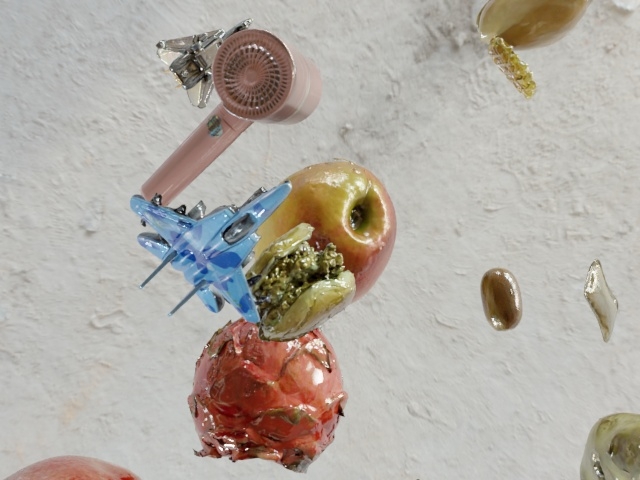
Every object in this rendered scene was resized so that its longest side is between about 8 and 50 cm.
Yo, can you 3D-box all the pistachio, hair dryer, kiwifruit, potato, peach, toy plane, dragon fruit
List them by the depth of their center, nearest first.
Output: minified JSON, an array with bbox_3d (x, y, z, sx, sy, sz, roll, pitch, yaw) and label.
[{"bbox_3d":[-0.086,-0.004,0.561,0.169,0.078,0.246,45,135,-9],"label":"toy plane"},{"bbox_3d":[0.434,0.305,0.802,0.191,0.296,0.141,30,77,32],"label":"potato"},{"bbox_3d":[-0.158,-0.172,0.995,0.352,0.210,0.125,-40,89,14],"label":"hair dryer"},{"bbox_3d":[-0.098,0.285,1.171,0.295,0.295,0.302,8,92,4],"label":"dragon fruit"},{"bbox_3d":[0.348,0.112,1.207,0.075,0.075,0.125,-5,76,3],"label":"kiwifruit"},{"bbox_3d":[0.002,0.000,1.384,0.289,0.372,0.373,8,89,-23],"label":"peach"},{"bbox_3d":[0.542,-0.577,1.584,0.292,0.162,0.182,-15,114,21],"label":"pistachio"},{"bbox_3d":[-0.283,-0.526,1.720,0.316,0.103,0.204,-43,118,-18],"label":"toy plane"}]

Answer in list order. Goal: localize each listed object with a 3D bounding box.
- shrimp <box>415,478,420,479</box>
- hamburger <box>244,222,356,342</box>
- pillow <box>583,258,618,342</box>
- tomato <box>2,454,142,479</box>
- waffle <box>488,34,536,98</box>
[{"bbox_3d":[0.202,0.619,1.512,0.115,0.051,0.217,22,132,-29],"label":"shrimp"},{"bbox_3d":[-0.040,0.073,0.857,0.131,0.159,0.185,47,128,1],"label":"hamburger"},{"bbox_3d":[0.693,0.148,1.547,0.217,0.033,0.130,52,56,-32],"label":"pillow"},{"bbox_3d":[-0.297,0.392,0.829,0.338,0.338,0.144,38,85,4],"label":"tomato"},{"bbox_3d":[0.464,-0.421,1.524,0.038,0.191,0.191,-39,87,13],"label":"waffle"}]
